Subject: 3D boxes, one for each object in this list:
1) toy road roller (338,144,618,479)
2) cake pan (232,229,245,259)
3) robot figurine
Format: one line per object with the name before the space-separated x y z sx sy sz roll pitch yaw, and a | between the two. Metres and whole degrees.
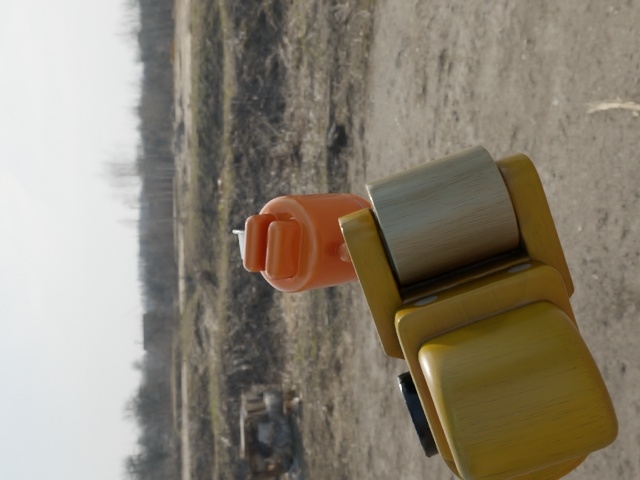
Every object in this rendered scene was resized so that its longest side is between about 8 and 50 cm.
toy road roller | 0.159 0.082 0.660 0.240 0.202 0.330 -78 -32 -83
cake pan | -0.015 0.018 1.244 0.293 0.293 0.054 -172 87 -77
robot figurine | -0.001 -0.001 0.907 0.158 0.219 0.128 -38 68 40
